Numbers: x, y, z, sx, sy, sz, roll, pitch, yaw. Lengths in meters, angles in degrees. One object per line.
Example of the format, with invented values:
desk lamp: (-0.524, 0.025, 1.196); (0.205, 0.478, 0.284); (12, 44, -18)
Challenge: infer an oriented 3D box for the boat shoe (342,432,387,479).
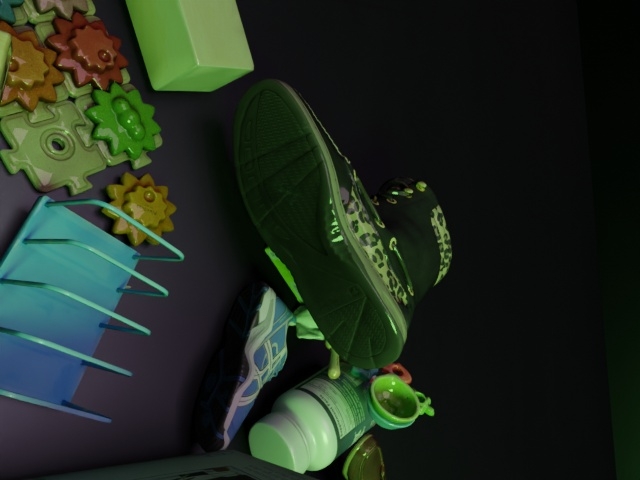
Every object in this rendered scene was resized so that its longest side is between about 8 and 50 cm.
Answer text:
boat shoe: (0.072, 0.342, 0.692); (0.064, 0.060, 0.178); (-31, 135, -33)

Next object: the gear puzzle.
gear puzzle: (-0.252, -0.143, 0.502); (0.175, 0.044, 0.339); (-39, 111, -45)

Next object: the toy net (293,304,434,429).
toy net: (0.055, 0.154, 0.668); (0.122, 0.045, 0.232); (-11, 45, -43)

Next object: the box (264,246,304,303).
box: (0.000, 0.000, 0.755); (0.178, 0.042, 0.109); (-51, 119, -40)

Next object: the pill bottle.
pill bottle: (-0.004, 0.239, 0.650); (0.180, 0.107, 0.108); (-18, 95, -48)

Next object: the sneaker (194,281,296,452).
sneaker: (-0.084, 0.157, 0.599); (0.081, 0.080, 0.211); (41, 55, -31)

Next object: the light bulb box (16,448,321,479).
light bulb box: (-0.171, 0.360, 0.316); (0.360, 0.225, 0.359); (10, 74, -37)

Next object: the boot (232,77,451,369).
boot: (0.053, -0.047, 0.691); (0.284, 0.138, 0.378); (-28, 89, -55)

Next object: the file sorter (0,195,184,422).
file sorter: (-0.216, 0.061, 0.433); (0.118, 0.104, 0.171); (45, 54, -46)

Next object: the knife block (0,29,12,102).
knife block: (-0.357, -0.116, 0.242); (0.242, 0.275, 0.088); (48, 43, -70)

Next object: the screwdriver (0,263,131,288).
screwdriver: (-0.262, 0.040, 0.471); (0.169, 0.024, 0.025); (20, 38, -46)

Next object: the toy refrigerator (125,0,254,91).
toy refrigerator: (-0.181, -0.326, 0.587); (0.102, 0.094, 0.270); (-25, 101, -55)
